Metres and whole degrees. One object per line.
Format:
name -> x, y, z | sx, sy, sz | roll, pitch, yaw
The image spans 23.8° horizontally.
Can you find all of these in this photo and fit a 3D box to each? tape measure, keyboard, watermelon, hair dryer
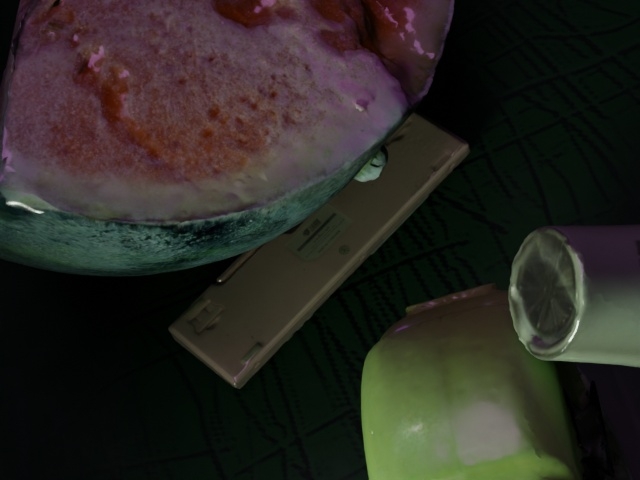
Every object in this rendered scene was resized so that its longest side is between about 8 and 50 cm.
tape measure -> 0.071, 0.094, 0.558 | 0.087, 0.154, 0.177 | -19, 46, 13
keyboard -> 0.000, 0.000, 0.737 | 0.055, 0.017, 0.166 | 36, 74, 32
watermelon -> -0.043, -0.078, 0.742 | 0.175, 0.188, 0.322 | 36, 62, 3
hair dryer -> 0.166, 0.082, 0.504 | 0.229, 0.092, 0.267 | 19, 54, -18
